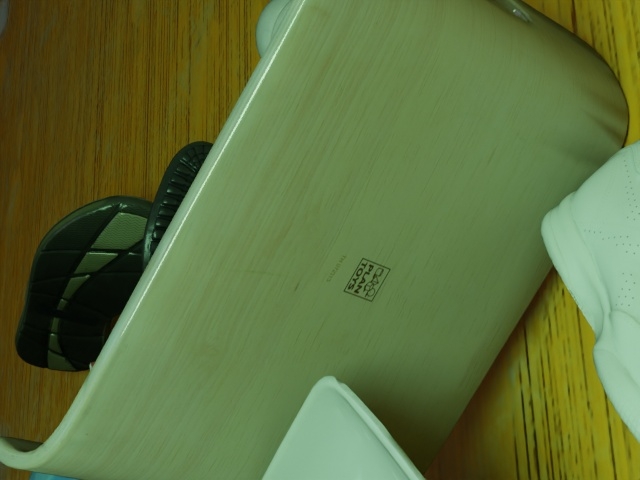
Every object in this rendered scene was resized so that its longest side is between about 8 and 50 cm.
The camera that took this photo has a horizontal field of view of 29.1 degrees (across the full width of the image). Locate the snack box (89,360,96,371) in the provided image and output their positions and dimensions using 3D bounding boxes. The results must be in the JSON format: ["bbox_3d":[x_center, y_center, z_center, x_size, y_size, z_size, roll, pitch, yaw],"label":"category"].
[{"bbox_3d":[-0.127,0.151,0.954,0.022,0.064,0.178,-112,10,-46],"label":"snack box"}]

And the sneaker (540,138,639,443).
[{"bbox_3d":[0.164,0.026,0.518,0.094,0.080,0.212,-50,36,26],"label":"sneaker"}]

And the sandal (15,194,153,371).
[{"bbox_3d":[-0.244,0.037,1.267,0.303,0.120,0.086,-48,27,47],"label":"sandal"}]

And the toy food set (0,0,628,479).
[{"bbox_3d":[0.000,0.000,0.610,0.092,0.220,0.306,41,105,48],"label":"toy food set"}]

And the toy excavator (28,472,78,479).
[{"bbox_3d":[-0.085,0.168,0.830,0.433,0.222,0.445,-14,60,60],"label":"toy excavator"}]

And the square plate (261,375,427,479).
[{"bbox_3d":[0.047,0.295,0.566,0.344,0.049,0.347,47,125,31],"label":"square plate"}]

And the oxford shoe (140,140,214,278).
[{"bbox_3d":[-0.129,0.024,1.075,0.096,0.083,0.227,17,96,65],"label":"oxford shoe"}]
